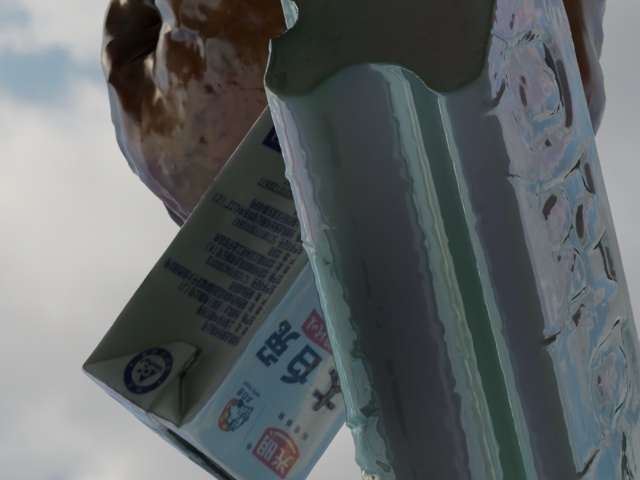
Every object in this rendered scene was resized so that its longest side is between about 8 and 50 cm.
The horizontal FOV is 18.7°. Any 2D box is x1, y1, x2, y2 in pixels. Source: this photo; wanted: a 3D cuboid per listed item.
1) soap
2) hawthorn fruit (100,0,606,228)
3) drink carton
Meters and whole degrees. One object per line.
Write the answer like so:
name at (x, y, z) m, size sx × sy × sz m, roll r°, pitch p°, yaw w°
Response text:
soap at (0.079, 0.006, 0.988) m, size 0.115 × 0.347 × 0.208 m, roll -11°, pitch -172°, yaw 20°
hawthorn fruit at (0.023, -0.163, 1.766) m, size 0.471 × 0.472 × 0.472 m, roll 5°, pitch -149°, yaw -3°
drink carton at (0.000, 0.000, 1.205) m, size 0.106 × 0.130 × 0.315 m, roll 25°, pitch -104°, yaw 42°
